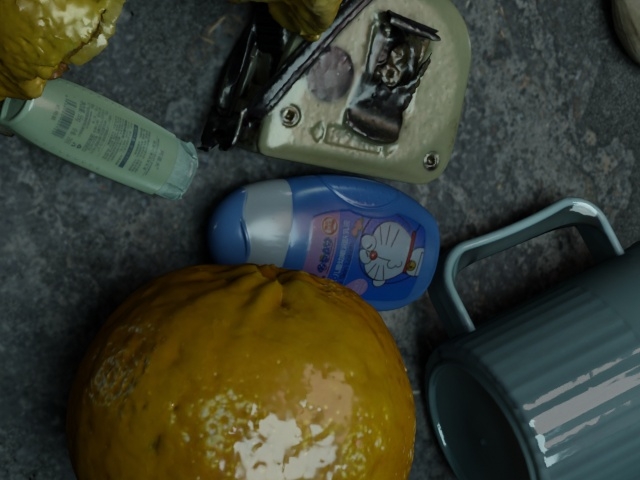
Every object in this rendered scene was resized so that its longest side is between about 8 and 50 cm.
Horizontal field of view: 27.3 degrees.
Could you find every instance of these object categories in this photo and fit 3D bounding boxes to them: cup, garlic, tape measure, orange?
[{"bbox_3d":[0.300,0.143,1.516,0.311,0.257,0.331,-23,112,-22],"label":"cup"},{"bbox_3d":[0.417,-0.256,1.600,0.195,0.087,0.101,26,74,-28],"label":"garlic"},{"bbox_3d":[0.026,-0.185,1.368,0.271,0.133,0.231,7,97,-28],"label":"tape measure"},{"bbox_3d":[-0.072,0.163,1.260,0.341,0.340,0.293,5,104,-30],"label":"orange"}]

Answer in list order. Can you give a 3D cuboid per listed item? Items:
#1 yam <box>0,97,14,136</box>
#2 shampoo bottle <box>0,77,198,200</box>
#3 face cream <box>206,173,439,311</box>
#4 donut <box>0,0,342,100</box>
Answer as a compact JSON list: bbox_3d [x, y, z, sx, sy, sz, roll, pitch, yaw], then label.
[{"bbox_3d":[-0.266,-0.211,1.240,0.057,0.057,0.241,24,88,-31],"label":"yam"},{"bbox_3d":[-0.209,-0.098,1.269,0.212,0.049,0.072,27,78,-45],"label":"shampoo bottle"},{"bbox_3d":[0.000,0.000,1.416,0.264,0.083,0.149,7,99,-30],"label":"face cream"},{"bbox_3d":[-0.166,-0.328,1.157,0.435,0.163,0.377,-22,92,-24],"label":"donut"}]
